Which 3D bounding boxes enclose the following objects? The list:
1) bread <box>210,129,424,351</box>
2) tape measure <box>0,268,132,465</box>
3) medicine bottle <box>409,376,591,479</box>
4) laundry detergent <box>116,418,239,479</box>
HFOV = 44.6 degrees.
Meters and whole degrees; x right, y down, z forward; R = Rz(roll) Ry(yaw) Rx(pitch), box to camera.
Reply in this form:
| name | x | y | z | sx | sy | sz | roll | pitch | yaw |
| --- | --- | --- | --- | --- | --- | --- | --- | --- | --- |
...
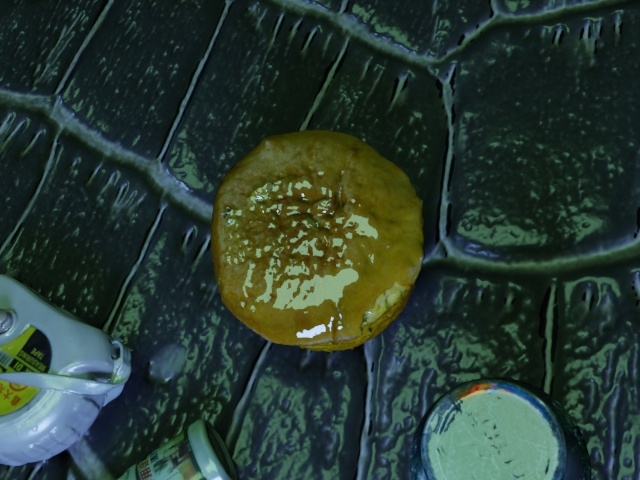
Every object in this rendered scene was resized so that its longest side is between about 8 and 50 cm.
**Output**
| name | x | y | z | sx | sy | sz | roll | pitch | yaw |
| --- | --- | --- | --- | --- | --- | --- | --- | --- | --- |
| bread | 0.000 | 0.000 | 0.891 | 0.269 | 0.145 | 0.268 | -4 | 67 | 10 |
| tape measure | -0.347 | 0.163 | 0.926 | 0.236 | 0.120 | 0.197 | 24 | 69 | 29 |
| medicine bottle | 0.154 | 0.201 | 0.666 | 0.142 | 0.293 | 0.141 | -6 | 65 | 14 |
| laundry detergent | -0.200 | 0.294 | 0.851 | 0.226 | 0.070 | 0.099 | -35 | 47 | -1 |
